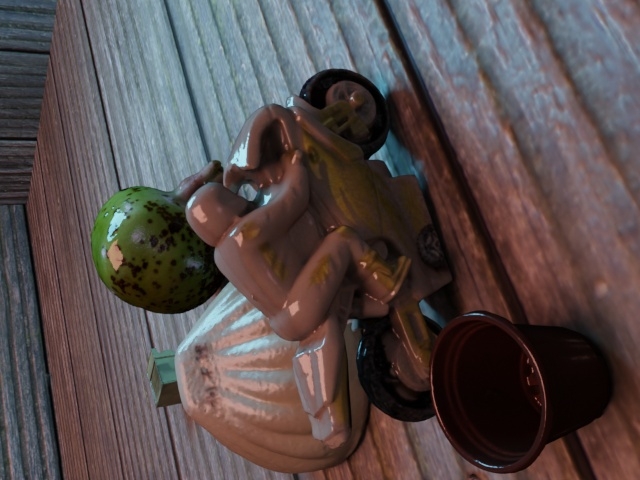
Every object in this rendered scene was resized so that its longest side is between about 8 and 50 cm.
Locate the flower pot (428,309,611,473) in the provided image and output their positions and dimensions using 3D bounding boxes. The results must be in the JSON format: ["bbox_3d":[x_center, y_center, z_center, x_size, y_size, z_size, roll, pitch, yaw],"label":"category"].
[{"bbox_3d":[0.145,0.099,0.474,0.111,0.089,0.111,11,103,58],"label":"flower pot"}]

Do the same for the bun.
[{"bbox_3d":[-0.080,0.151,0.790,0.263,0.175,0.263,16,109,57],"label":"bun"}]

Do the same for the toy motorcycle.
[{"bbox_3d":[0.000,0.000,0.586,0.108,0.223,0.340,-40,61,58],"label":"toy motorcycle"}]

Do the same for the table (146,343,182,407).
[{"bbox_3d":[-0.278,0.249,1.248,0.083,0.062,0.079,60,142,37],"label":"table"}]

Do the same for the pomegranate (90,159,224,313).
[{"bbox_3d":[-0.218,-0.014,1.010,0.248,0.214,0.214,-55,35,-3],"label":"pomegranate"}]
